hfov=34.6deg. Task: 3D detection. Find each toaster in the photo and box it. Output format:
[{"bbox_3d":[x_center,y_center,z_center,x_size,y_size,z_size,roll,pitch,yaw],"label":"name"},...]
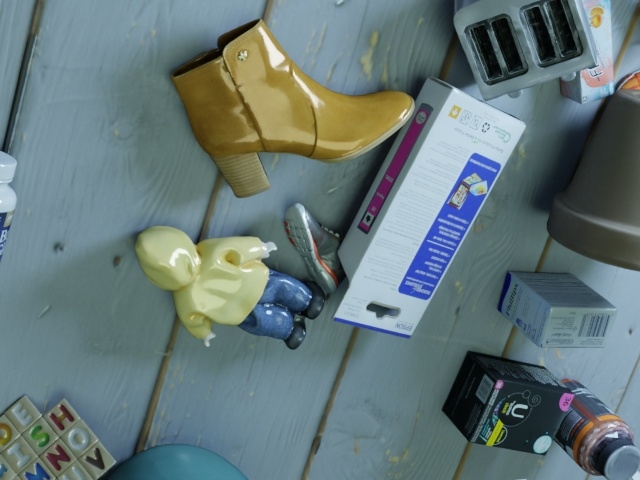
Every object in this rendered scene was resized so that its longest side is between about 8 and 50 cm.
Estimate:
[{"bbox_3d":[0.278,-0.298,1.403,0.168,0.110,0.186,-16,120,19],"label":"toaster"}]

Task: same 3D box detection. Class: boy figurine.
[{"bbox_3d":[-0.139,0.067,1.440,0.285,0.092,0.177,23,106,-26],"label":"boy figurine"}]

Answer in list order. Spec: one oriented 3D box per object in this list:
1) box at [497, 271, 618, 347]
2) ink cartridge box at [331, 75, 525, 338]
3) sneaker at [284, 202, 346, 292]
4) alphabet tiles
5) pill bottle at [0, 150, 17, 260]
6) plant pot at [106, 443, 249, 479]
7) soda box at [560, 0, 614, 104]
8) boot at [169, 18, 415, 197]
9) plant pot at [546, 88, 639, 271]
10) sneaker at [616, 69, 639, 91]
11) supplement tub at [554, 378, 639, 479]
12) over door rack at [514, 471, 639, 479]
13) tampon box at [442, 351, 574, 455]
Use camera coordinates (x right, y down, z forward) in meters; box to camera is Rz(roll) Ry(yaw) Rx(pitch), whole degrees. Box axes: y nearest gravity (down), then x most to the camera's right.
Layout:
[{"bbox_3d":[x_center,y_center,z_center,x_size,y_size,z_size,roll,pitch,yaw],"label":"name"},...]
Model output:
[{"bbox_3d":[0.372,0.109,1.623,0.126,0.137,0.072,3,112,-22],"label":"box"},{"bbox_3d":[0.145,-0.039,1.496,0.175,0.069,0.371,17,103,-42],"label":"ink cartridge box"},{"bbox_3d":[0.000,0.000,1.492,0.065,0.061,0.158,-39,128,-20],"label":"sneaker"},{"bbox_3d":[-0.410,0.342,1.432,0.237,0.009,0.198,-41,82,-1],"label":"alphabet tiles"},{"bbox_3d":[-0.435,-0.029,1.285,0.094,0.094,0.169,13,107,-25],"label":"pill bottle"},{"bbox_3d":[-0.204,0.433,1.485,0.292,0.235,0.293,-7,114,-17],"label":"plant pot"},{"bbox_3d":[0.386,-0.296,1.501,0.058,0.063,0.183,-18,117,-13],"label":"soda box"},{"bbox_3d":[-0.033,-0.200,1.361,0.295,0.104,0.211,-25,118,-5],"label":"boot"},{"bbox_3d":[0.484,-0.097,1.513,0.263,0.263,0.229,1,108,-21],"label":"plant pot"},{"bbox_3d":[0.518,-0.238,1.574,0.175,0.067,0.064,-40,121,1],"label":"sneaker"},{"bbox_3d":[0.446,0.319,1.705,0.106,0.198,0.106,-7,114,-17],"label":"supplement tub"},{"bbox_3d":[0.388,0.487,1.778,0.239,0.108,0.324,-1,137,-20],"label":"over door rack"},{"bbox_3d":[0.308,0.268,1.685,0.161,0.101,0.120,14,107,-25],"label":"tampon box"}]
